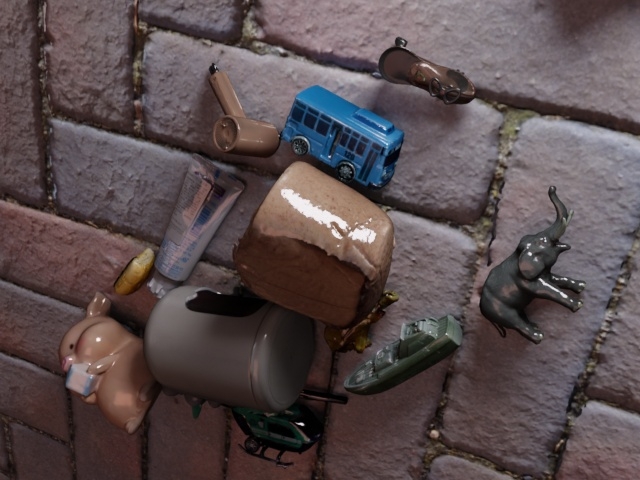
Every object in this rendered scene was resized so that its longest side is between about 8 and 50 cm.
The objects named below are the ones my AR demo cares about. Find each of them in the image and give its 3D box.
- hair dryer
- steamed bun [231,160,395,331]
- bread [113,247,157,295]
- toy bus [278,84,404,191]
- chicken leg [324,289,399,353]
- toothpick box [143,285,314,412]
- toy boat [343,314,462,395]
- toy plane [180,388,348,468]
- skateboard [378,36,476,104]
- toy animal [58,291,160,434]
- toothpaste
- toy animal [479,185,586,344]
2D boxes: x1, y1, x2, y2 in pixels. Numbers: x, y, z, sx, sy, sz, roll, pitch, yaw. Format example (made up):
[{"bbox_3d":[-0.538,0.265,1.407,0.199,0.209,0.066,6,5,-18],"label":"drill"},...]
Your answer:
[{"bbox_3d":[-0.144,-0.223,1.308,0.064,0.117,0.181,-36,71,31],"label":"hair dryer"},{"bbox_3d":[0.000,0.000,1.269,0.252,0.199,0.301,23,155,0],"label":"steamed bun"},{"bbox_3d":[-0.373,0.069,1.566,0.053,0.072,0.106,42,123,3],"label":"bread"},{"bbox_3d":[0.040,-0.165,1.236,0.185,0.090,0.106,30,120,11],"label":"toy bus"},{"bbox_3d":[0.079,0.146,1.387,0.093,0.070,0.178,32,123,-18],"label":"chicken leg"},{"bbox_3d":[-0.192,0.205,1.455,0.316,0.229,0.229,6,116,25],"label":"toothpick box"},{"bbox_3d":[0.133,0.207,1.376,0.085,0.078,0.260,41,126,-18],"label":"toy boat"},{"bbox_3d":[-0.135,0.339,1.567,0.382,0.106,0.155,12,112,22],"label":"toy plane"},{"bbox_3d":[0.157,-0.241,1.145,0.151,0.080,0.067,26,117,11],"label":"skateboard"},{"bbox_3d":[-0.436,0.270,1.608,0.256,0.213,0.195,29,108,8],"label":"toy animal"},{"bbox_3d":[-0.248,-0.017,1.471,0.114,0.073,0.299,34,117,8],"label":"toothpaste"},{"bbox_3d":[0.342,0.055,1.196,0.137,0.082,0.269,32,124,8],"label":"toy animal"}]
